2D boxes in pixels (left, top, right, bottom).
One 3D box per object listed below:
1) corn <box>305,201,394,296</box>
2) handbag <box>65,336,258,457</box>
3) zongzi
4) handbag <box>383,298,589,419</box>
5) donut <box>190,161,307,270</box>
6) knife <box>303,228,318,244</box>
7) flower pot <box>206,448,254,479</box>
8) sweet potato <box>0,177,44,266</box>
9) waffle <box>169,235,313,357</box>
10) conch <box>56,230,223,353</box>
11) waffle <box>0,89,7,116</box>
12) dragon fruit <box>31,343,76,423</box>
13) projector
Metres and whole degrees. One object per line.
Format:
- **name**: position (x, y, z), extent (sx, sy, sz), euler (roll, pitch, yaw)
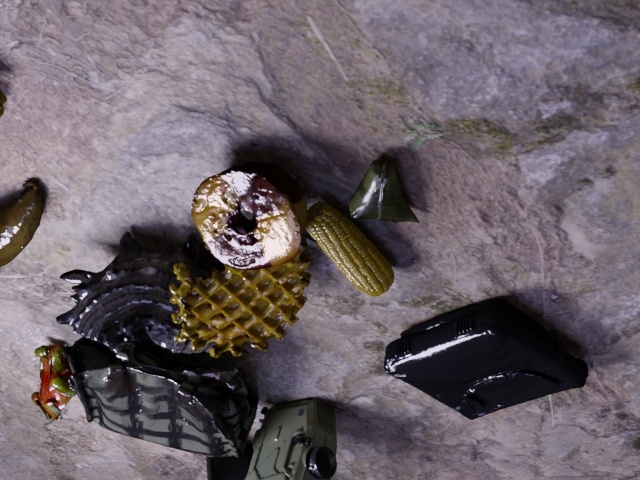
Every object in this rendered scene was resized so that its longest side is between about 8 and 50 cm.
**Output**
- **corn**: position (0.046, 0.016, 1.743), extent (0.067, 0.067, 0.206), euler (-13, 137, 36)
- **handbag**: position (-0.287, 0.283, 2.137), extent (0.325, 0.162, 0.327), euler (13, 158, 4)
- **zongzi**: position (0.108, -0.065, 1.624), extent (0.113, 0.052, 0.104), euler (12, 142, -17)
- **handbag**: position (0.269, 0.199, 1.899), extent (0.244, 0.088, 0.275), euler (33, 139, -27)
- **donut**: position (-0.096, -0.039, 1.679), extent (0.184, 0.073, 0.166), euler (-29, 102, 39)
- **knife**: position (0.000, 0.000, 1.790), extent (0.170, 0.010, 0.023), euler (32, 137, -19)
- **flower pot**: position (-0.167, 0.533, 2.475), extent (0.148, 0.235, 0.235), euler (-4, 146, -6)
- **sweet potato**: position (-0.607, 0.006, 1.961), extent (0.423, 0.130, 0.130), euler (-17, 135, 30)
- **waffle**: position (-0.124, 0.086, 1.822), extent (0.229, 0.051, 0.231), euler (-5, 123, -19)
- **conch**: position (-0.282, 0.102, 1.933), extent (0.313, 0.186, 0.240), euler (-2, 156, -8)
- **waffle**: position (-0.548, -0.231, 1.642), extent (0.229, 0.057, 0.219), euler (32, 143, -23)
- **dragon fruit**: position (-0.522, 0.279, 2.329), extent (0.142, 0.138, 0.175), euler (-25, 105, -4)
- **projector**: position (-0.063, 0.433, 2.203), extent (0.193, 0.269, 0.088), euler (-18, 133, 40)
